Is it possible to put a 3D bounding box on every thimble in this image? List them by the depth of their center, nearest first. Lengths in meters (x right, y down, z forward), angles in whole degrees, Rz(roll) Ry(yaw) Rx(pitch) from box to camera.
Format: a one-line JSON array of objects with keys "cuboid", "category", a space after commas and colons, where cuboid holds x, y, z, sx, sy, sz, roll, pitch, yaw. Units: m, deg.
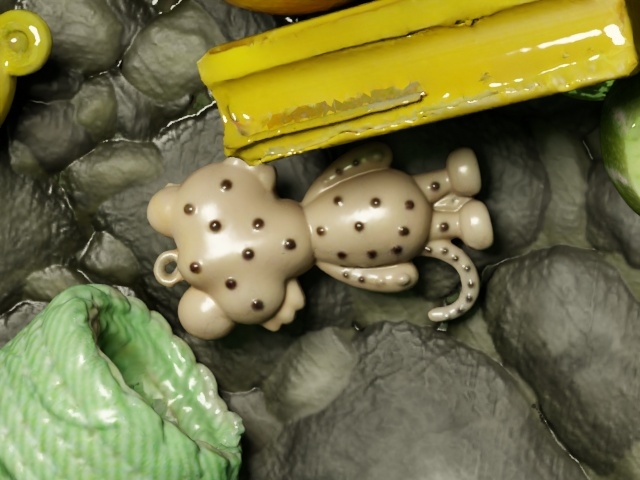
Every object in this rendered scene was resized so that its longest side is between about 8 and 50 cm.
[{"cuboid": [-0.171, 0.153, 1.363, 0.150, 0.219, 0.219, -42, 84, 12], "category": "thimble"}]

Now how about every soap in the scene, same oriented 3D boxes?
[{"cuboid": [0.088, -0.144, 1.268, 0.324, 0.204, 0.096, -12, 99, 23], "category": "soap"}]

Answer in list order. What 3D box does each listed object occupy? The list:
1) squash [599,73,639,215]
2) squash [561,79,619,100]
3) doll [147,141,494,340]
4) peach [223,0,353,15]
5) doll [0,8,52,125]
[{"cuboid": [0.295, -0.075, 1.289, 0.170, 0.123, 0.170, 2, 100, 12], "category": "squash"}, {"cuboid": [0.228, -0.220, 1.345, 0.219, 0.041, 0.219, 1, 93, 12], "category": "squash"}, {"cuboid": [0.000, -0.002, 1.374, 0.278, 0.119, 0.154, -4, 94, 2], "category": "doll"}, {"cuboid": [-0.030, -0.323, 1.269, 0.332, 0.308, 0.307, -9, 91, 50], "category": "peach"}, {"cuboid": [-0.462, -0.139, 1.437, 0.423, 0.161, 0.348, -44, 79, 16], "category": "doll"}]
